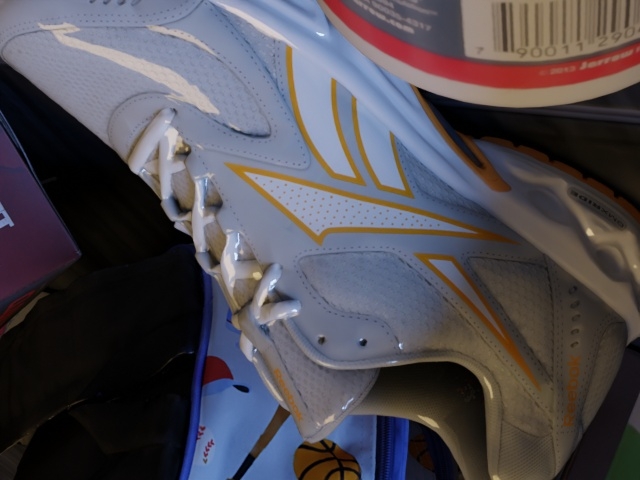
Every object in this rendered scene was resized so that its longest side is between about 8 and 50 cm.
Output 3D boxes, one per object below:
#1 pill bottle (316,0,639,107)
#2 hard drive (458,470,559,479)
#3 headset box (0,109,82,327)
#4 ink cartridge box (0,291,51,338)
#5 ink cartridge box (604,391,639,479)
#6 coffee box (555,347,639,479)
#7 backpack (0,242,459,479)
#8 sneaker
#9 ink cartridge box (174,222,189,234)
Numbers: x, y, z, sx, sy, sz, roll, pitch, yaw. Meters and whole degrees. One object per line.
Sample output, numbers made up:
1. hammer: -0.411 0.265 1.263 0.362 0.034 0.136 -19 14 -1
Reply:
1. pill bottle: 0.037 -0.114 0.338 0.108 0.108 0.180 20 157 17
2. hard drive: 0.040 0.240 0.958 0.064 0.237 0.339 28 159 -5
3. headset box: -0.253 0.040 0.822 0.110 0.293 0.218 59 154 0
4. ink cartridge box: -0.161 0.067 1.047 0.122 0.052 0.088 12 155 29
5. ink cartridge box: 0.222 0.111 0.505 0.278 0.201 0.117 13 155 29
6. coffee box: 0.129 0.185 0.717 0.141 0.246 0.098 22 157 10
7. backpack: -0.055 0.142 0.810 0.213 0.276 0.263 12 141 -17
8. sneaker: -0.007 -0.003 0.619 0.262 0.121 0.099 30 157 -7
9. ink cartridge box: 0.000 0.000 0.742 0.115 0.029 0.063 28 158 -2
